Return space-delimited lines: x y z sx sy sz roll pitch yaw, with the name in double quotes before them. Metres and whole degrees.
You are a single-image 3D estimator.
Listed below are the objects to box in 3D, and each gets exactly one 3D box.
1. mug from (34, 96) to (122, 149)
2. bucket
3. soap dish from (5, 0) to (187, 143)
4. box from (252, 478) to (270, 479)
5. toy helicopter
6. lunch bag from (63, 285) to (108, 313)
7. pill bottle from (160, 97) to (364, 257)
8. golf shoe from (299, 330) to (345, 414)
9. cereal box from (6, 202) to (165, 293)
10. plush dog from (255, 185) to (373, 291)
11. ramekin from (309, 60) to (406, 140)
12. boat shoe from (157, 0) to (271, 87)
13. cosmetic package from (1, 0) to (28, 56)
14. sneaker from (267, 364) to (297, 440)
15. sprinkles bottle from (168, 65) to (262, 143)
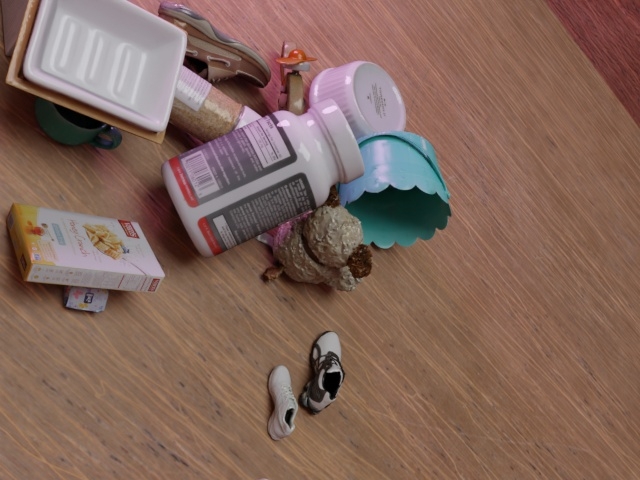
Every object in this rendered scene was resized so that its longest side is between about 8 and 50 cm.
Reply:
"mug" -0.464 -0.233 1.427 0.129 0.097 0.157 -16 82 -46
"bucket" 0.170 -0.124 1.839 0.281 0.281 0.183 21 51 -34
"soap dish" -0.393 -0.322 1.341 0.291 0.118 0.228 20 76 -38
"box" -0.113 0.589 1.314 0.121 0.148 0.311 27 55 -31
"toy helicopter" -0.073 -0.374 1.786 0.140 0.235 0.355 3 44 -7
"lunch bag" -0.415 0.084 1.349 0.071 0.053 0.083 15 64 -32
"pill bottle" -0.110 -0.129 1.498 0.363 0.210 0.210 -25 87 -6
"golf shoe" 0.024 0.276 1.627 0.077 0.094 0.198 33 49 -25
"cereal box" -0.412 0.015 1.333 0.240 0.047 0.173 8 31 -39
"plush dog" 0.000 0.000 1.629 0.211 0.225 0.262 -28 87 -40
"ramekin" 0.107 -0.339 1.960 0.273 0.127 0.272 20 60 -40
"boat shoe" -0.250 -0.417 1.718 0.324 0.123 0.116 25 88 -42
"cosmetic package" -0.511 -0.454 1.453 0.151 0.151 0.183 3 68 -41
"sneaker" -0.070 0.326 1.540 0.054 0.061 0.152 17 58 -34
"sprinkles bottle" -0.296 -0.301 1.572 0.355 0.121 0.121 32 51 -19
